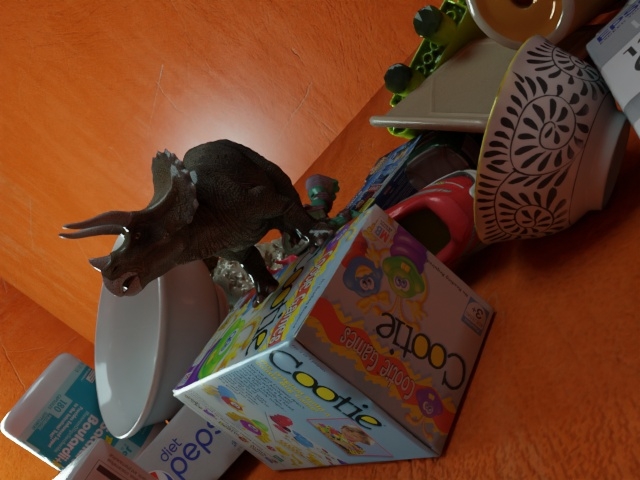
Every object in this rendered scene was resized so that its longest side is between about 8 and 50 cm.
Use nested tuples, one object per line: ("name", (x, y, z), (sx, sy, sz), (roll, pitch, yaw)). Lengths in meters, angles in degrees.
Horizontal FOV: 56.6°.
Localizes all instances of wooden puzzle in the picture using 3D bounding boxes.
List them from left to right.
("wooden puzzle", (0.209, -0.194, 0.740), (0.239, 0.044, 0.221), (-38, 29, -19))

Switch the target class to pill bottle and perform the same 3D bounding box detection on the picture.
("pill bottle", (-0.344, 0.306, 0.935), (0.146, 0.264, 0.146), (-49, 11, 13))

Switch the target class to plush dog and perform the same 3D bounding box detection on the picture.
("plush dog", (-0.079, 0.062, 0.988), (0.225, 0.210, 0.262), (-24, -7, -41))

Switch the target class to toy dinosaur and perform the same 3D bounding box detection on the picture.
("toy dinosaur", (-0.075, -0.042, 0.554), (0.121, 0.160, 0.313), (-43, 10, 25))

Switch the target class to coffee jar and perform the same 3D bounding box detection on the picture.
("coffee jar", (0.187, -0.146, 0.815), (0.096, 0.079, 0.184), (-32, 21, 48))

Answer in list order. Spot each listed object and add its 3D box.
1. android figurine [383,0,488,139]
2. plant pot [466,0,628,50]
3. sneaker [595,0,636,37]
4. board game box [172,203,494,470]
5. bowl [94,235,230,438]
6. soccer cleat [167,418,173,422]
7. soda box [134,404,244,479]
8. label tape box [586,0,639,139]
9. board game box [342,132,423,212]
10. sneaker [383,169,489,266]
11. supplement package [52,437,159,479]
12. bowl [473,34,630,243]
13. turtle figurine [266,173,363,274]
("android figurine", (0.197, -0.265, 0.914), (0.273, 0.056, 0.248), (-8, -50, -55))
("plant pot", (0.263, -0.317, 0.659), (0.188, 0.205, 0.205), (-48, 9, -20))
("sneaker", (0.342, -0.281, 0.556), (0.252, 0.111, 0.103), (-49, 11, 4))
("board game box", (-0.003, 0.108, 0.553), (0.275, 0.144, 0.142), (-34, 18, 53))
("bowl", (-0.219, 0.126, 0.854), (0.298, 0.134, 0.297), (-17, 69, 54))
("soccer cleat", (-0.223, 0.267, 1.037), (0.116, 0.108, 0.318), (-43, 8, -18))
("soda box", (-0.152, 0.256, 0.744), (0.286, 0.091, 0.098), (-49, -5, 9))
("label tape box", (0.290, -0.151, 0.330), (0.249, 0.115, 0.347), (-43, 14, 31))
("board game box", (0.110, -0.083, 0.970), (0.194, 0.060, 0.194), (-51, 10, -2))
("sneaker", (0.058, 0.019, 0.617), (0.118, 0.107, 0.279), (-24, -13, -49))
("supplement package", (-0.152, 0.288, 0.378), (0.262, 0.204, 0.145), (-43, 12, 33))
("bowl", (0.190, -0.069, 0.465), (0.080, 0.170, 0.170), (17, 58, 30))
("turtle figurine", (0.000, 0.000, 0.811), (0.175, 0.118, 0.234), (-32, 32, 7))
